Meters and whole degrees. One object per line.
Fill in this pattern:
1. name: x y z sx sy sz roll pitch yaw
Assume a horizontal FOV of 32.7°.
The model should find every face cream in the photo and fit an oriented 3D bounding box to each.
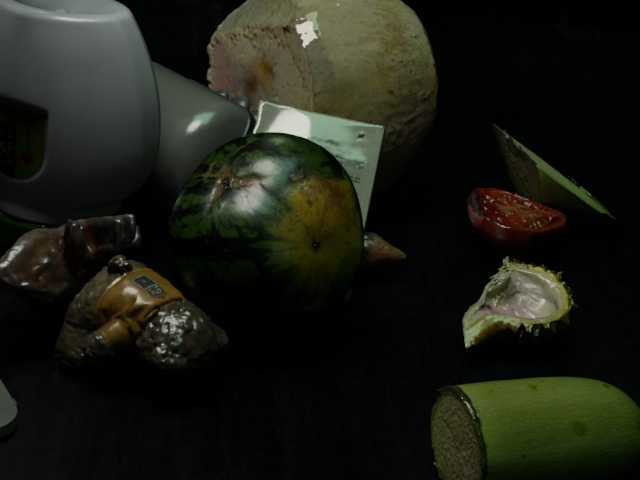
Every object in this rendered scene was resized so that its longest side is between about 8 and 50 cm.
1. face cream: -0.378 -0.172 1.589 0.312 0.357 0.219 17 26 21

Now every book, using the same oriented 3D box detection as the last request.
1. book: -0.025 -0.062 1.607 0.201 0.026 0.290 13 69 3

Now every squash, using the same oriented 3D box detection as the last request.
1. squash: 0.426 -0.109 1.929 0.154 0.204 0.237 -18 26 0
2. squash: 0.254 0.212 1.200 0.247 0.133 0.132 -3 26 -21

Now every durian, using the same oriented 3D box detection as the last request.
1. durian: 0.259 0.110 1.502 0.140 0.078 0.224 37 47 27

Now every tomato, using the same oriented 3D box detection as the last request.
1. tomato: 0.304 -0.019 1.776 0.166 0.082 0.174 23 25 23

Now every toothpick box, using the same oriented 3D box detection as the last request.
1. toothpick box: -0.220 -0.162 1.779 0.229 0.229 0.316 -17 34 -42

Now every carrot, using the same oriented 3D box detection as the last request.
1. carrot: 0.000 0.000 1.641 0.263 0.102 0.102 11 25 6

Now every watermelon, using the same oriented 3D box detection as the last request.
1. watermelon: -0.069 -0.009 1.439 0.268 0.269 0.269 6 24 -3

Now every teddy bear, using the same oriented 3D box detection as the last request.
1. teddy bear: -0.207 0.102 1.322 0.190 0.140 0.177 28 27 21

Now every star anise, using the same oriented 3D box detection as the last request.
1. star anise: -0.322 0.031 1.414 0.198 0.111 0.257 -18 -6 -14

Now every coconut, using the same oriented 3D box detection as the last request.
1. coconut: 0.032 -0.270 1.884 0.404 0.405 0.405 6 24 -3

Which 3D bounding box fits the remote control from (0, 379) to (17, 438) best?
1. remote control: -0.415 0.159 1.261 0.077 0.022 0.245 -11 29 -31
